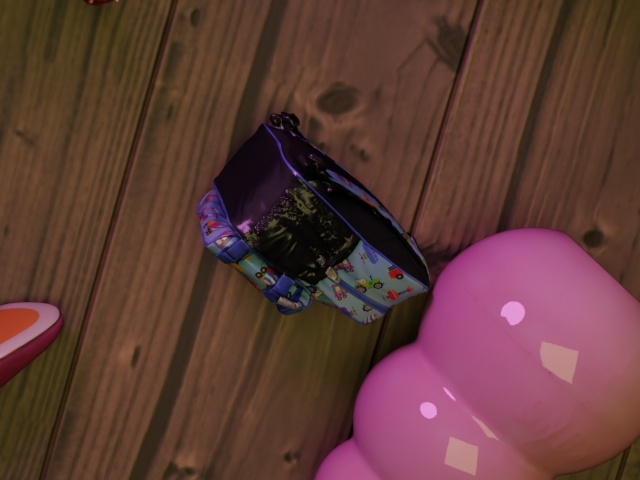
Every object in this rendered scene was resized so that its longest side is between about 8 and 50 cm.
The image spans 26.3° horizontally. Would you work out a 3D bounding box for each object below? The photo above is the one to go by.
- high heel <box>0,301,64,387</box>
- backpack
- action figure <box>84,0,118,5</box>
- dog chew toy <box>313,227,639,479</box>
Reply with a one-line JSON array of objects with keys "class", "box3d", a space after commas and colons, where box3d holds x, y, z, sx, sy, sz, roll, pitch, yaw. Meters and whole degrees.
[{"class": "high heel", "box3d": [-0.309, 0.145, 1.123, 0.244, 0.082, 0.117, -32, 129, -16]}, {"class": "backpack", "box3d": [0.000, 0.000, 1.106, 0.173, 0.158, 0.117, 40, 98, -23]}, {"class": "action figure", "box3d": [-0.250, -0.223, 1.049, 0.280, 0.139, 0.091, -4, 99, -11]}, {"class": "dog chew toy", "box3d": [0.123, 0.149, 1.120, 0.206, 0.206, 0.332, 42, 97, -11]}]
